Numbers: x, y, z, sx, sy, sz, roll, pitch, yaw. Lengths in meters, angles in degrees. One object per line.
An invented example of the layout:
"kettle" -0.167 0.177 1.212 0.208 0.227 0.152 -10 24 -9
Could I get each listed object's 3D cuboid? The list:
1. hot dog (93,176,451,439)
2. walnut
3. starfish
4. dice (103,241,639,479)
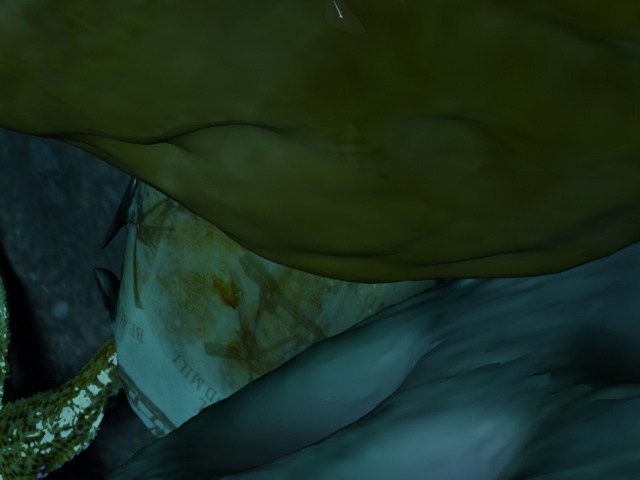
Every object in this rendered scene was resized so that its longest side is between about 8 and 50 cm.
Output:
"hot dog" 0.000 0.000 0.669 0.162 0.082 0.270 45 137 18
"walnut" 0.027 -0.169 0.398 0.354 0.308 0.398 49 134 -8
"starfish" -0.153 0.094 0.886 0.176 0.053 0.208 22 118 46
"dice" 0.098 0.195 0.459 0.348 0.330 0.328 -18 106 37
